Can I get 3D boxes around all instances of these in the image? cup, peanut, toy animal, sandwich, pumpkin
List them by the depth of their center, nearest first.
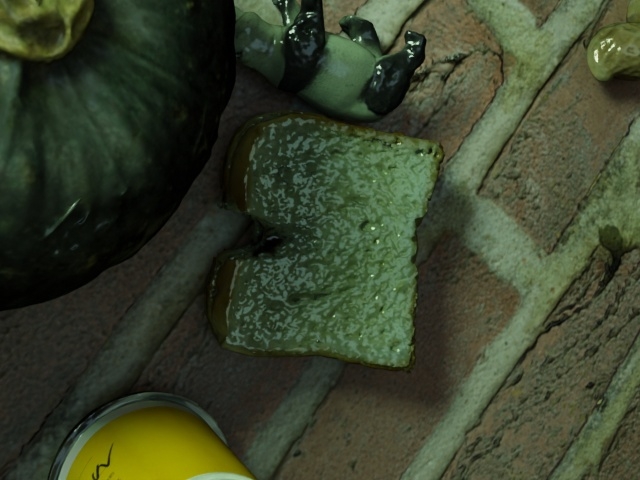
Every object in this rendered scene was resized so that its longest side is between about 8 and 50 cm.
[{"bbox_3d":[-0.281,-0.166,0.585,0.454,0.343,0.455,-3,94,-41],"label":"pumpkin"},{"bbox_3d":[-0.139,0.253,0.703,0.196,0.279,0.197,0,90,-29],"label":"cup"},{"bbox_3d":[-0.003,-0.210,0.844,0.225,0.094,0.121,18,94,-24],"label":"toy animal"},{"bbox_3d":[0.001,0.000,0.848,0.248,0.095,0.274,8,90,-20],"label":"sandwich"},{"bbox_3d":[0.452,-0.287,1.033,0.228,0.085,0.104,-42,98,-15],"label":"peanut"}]
